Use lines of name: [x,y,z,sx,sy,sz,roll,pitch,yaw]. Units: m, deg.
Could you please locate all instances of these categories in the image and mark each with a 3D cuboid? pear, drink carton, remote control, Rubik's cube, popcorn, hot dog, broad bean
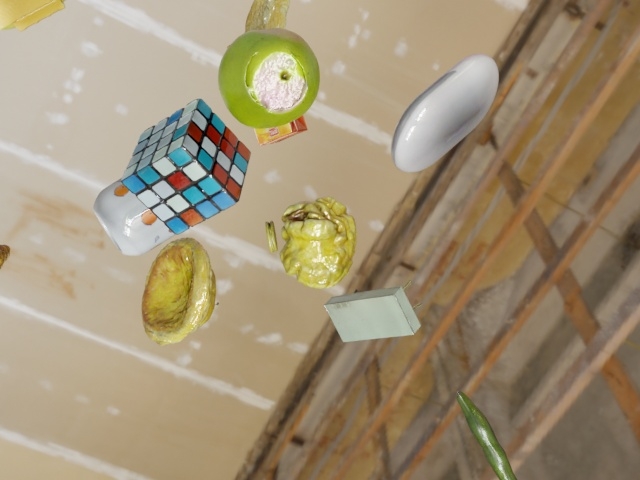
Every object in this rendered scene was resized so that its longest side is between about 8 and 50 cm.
pear: [-0.096,-0.296,1.499,0.188,0.187,0.220,-63,-165,9]
drink carton: [-0.112,-0.324,1.771,0.096,0.223,0.071,-16,-177,33]
remote control: [0.278,-0.280,1.839,0.332,0.103,0.221,-42,151,-20]
Rubik's cube: [-0.239,-0.132,1.497,0.154,0.151,0.155,-26,-145,27]
popcorn: [0.000,0.000,1.988,0.226,0.200,0.203,-36,153,-22]
hot dog: [-0.132,-0.466,1.903,0.084,0.073,0.243,-27,133,-52]
broad bean: [0.358,0.440,1.716,0.043,0.298,0.060,-28,179,1]

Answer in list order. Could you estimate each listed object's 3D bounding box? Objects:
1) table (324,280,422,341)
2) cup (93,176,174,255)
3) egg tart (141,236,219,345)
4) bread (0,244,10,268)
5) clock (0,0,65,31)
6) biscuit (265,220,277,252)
table: [0.148,0.175,2.151,0.240,0.122,0.111,-12,-159,42]
cup: [-0.432,-0.107,2.221,0.317,0.212,0.212,-35,-173,-16]
egg tart: [-0.388,0.151,2.364,0.318,0.128,0.319,-16,-114,40]
bread: [-0.644,0.051,1.475,0.233,0.104,0.076,-14,103,-61]
clock: [-0.752,-0.681,2.012,0.317,0.244,0.200,61,-5,24]
biscuit: [-0.128,-0.011,2.188,0.084,0.023,0.084,170,-90,-90]
